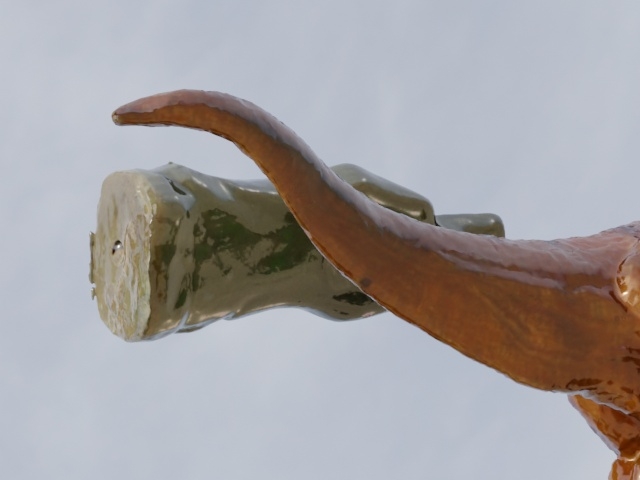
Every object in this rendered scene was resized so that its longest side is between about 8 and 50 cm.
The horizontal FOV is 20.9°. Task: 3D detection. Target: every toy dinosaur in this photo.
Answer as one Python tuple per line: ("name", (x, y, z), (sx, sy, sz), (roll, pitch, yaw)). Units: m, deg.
("toy dinosaur", (0.129, 0.052, 0.691), (0.432, 0.208, 0.097), (11, -38, -44))

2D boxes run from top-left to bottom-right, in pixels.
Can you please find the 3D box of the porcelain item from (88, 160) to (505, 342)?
("porcelain item", (0.000, 0.000, 0.835), (0.216, 0.069, 0.081), (-4, -79, -31))
